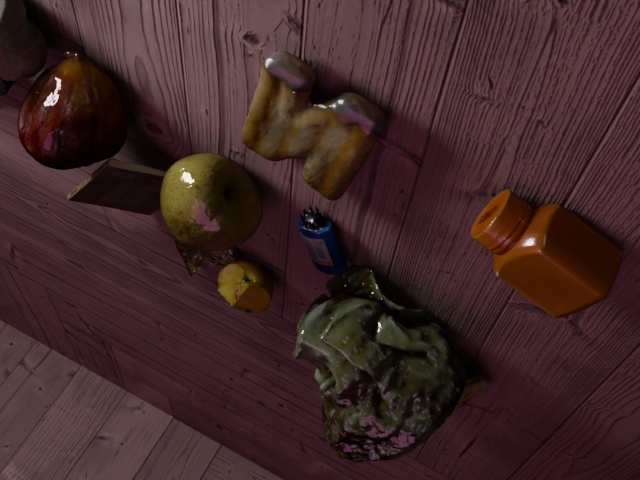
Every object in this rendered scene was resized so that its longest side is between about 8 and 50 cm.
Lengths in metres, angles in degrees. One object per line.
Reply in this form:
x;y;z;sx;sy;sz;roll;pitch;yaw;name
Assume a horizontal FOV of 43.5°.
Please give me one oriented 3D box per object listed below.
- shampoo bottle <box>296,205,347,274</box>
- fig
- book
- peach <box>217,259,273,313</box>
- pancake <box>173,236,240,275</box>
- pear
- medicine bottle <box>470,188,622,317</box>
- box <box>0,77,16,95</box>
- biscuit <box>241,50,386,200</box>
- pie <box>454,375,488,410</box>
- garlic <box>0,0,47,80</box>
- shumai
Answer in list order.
0.000;0.000;1.735;0.087;0.050;0.183;16;147;31;shampoo bottle
-0.521;-0.258;1.687;0.224;0.224;0.263;33;144;-2;fig
-0.450;-0.121;1.904;0.216;0.021;0.310;11;163;-32;book
-0.175;0.112;2.007;0.151;0.118;0.151;14;117;28;peach
-0.292;0.008;2.021;0.197;0.054;0.376;31;151;2;pancake
-0.242;-0.079;1.707;0.211;0.188;0.228;-18;124;44;pear
0.371;0.018;1.348;0.222;0.112;0.149;36;150;-6;medicine bottle
-0.858;-0.470;1.831;0.289;0.073;0.289;15;145;29;box
-0.019;-0.201;1.445;0.236;0.062;0.291;31;150;1;biscuit
0.289;0.359;1.875;0.178;0.205;0.084;-11;91;44;pie
-0.688;-0.410;1.614;0.292;0.237;0.210;50;159;47;garlic
0.088;0.258;1.734;0.348;0.395;0.395;45;148;-24;shumai
